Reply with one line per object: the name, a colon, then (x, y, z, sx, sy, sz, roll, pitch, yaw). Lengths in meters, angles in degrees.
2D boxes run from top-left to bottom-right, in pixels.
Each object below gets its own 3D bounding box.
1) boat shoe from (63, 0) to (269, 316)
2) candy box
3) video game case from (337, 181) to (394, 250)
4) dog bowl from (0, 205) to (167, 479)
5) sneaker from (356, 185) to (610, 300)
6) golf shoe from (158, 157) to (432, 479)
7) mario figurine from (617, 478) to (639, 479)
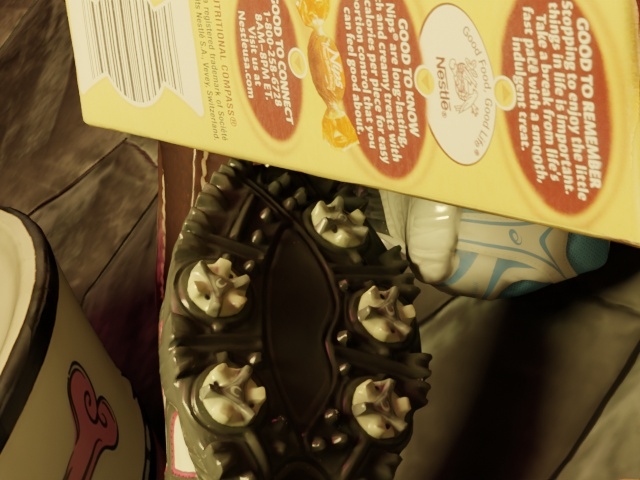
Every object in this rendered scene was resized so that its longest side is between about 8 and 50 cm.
boat shoe: (-0.075, -0.119, 0.960, 0.123, 0.123, 0.342, 165, 109, -70)
candy box: (0.063, -0.083, 0.702, 0.183, 0.087, 0.316, -20, 22, -34)
video game case: (0.000, 0.000, 0.952, 0.087, 0.011, 0.122, -48, 25, 7)
dog bowl: (-0.237, 0.179, 0.898, 0.408, 0.150, 0.408, -34, 25, 18)
sneaker: (0.066, -0.028, 0.824, 0.237, 0.086, 0.085, -110, 33, -72)
golf shoe: (-0.024, 0.098, 0.698, 0.120, 0.105, 0.273, 133, 140, -51)
mario figurine: (0.126, 0.032, 0.411, 0.198, 0.170, 0.320, -52, -14, -48)
